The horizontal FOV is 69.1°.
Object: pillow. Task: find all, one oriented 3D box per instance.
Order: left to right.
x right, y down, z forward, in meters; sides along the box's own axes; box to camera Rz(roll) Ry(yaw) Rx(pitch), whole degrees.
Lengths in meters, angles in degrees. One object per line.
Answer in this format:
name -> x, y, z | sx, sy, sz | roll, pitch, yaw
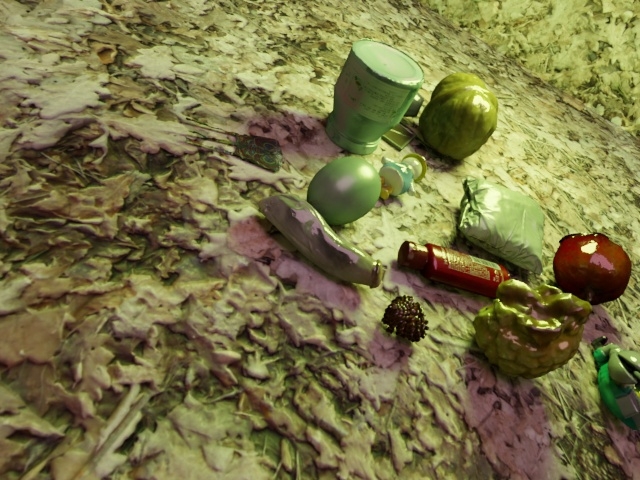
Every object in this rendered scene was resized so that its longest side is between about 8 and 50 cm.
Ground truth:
pillow -> 0.565, -0.054, 1.444 | 0.309, 0.138, 0.284 | 24, 49, -8

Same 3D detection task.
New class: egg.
egg -> 0.061, -0.129, 1.220 | 0.168, 0.168, 0.230 | 44, 52, 14

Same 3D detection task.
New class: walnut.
walnut -> 0.498, -0.443, 1.675 | 0.253, 0.277, 0.282 | 27, 54, 4

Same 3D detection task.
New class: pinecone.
pinecone -> 0.198, 0.184, 1.066 | 0.109, 0.102, 0.102 | 49, 45, 4

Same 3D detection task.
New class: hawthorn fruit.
hawthorn fruit -> 0.819, 0.095, 1.403 | 0.215, 0.215, 0.250 | 33, 42, 3

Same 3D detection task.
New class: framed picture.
framed picture -> 0.237, -0.410, 1.685 | 0.203, 0.015, 0.150 | 37, 43, 7

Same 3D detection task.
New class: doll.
doll -> 0.256, -0.207, 1.450 | 0.135, 0.099, 0.241 | 26, 37, 29
doll -> 0.777, 0.342, 1.188 | 0.194, 0.153, 0.258 | 19, 38, -32

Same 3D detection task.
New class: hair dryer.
hair dryer -> 0.284, -0.613, 1.859 | 0.301, 0.121, 0.361 | 27, 33, 9

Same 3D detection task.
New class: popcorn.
popcorn -> 0.505, 0.201, 1.103 | 0.236, 0.252, 0.206 | 33, 37, -2

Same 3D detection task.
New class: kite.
kite -> -0.241, -0.273, 1.303 | 0.285, 0.015, 0.152 | 15, 43, -20

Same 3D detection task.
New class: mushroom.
mushroom -> -0.001, 0.002, 1.124 | 0.351, 0.097, 0.109 | 38, 65, 3

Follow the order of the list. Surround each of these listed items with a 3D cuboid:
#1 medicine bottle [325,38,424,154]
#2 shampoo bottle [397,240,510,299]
medicine bottle -> 0.156, -0.443, 1.473 | 0.244, 0.290, 0.245 | 14, 45, -14
shampoo bottle -> 0.362, 0.076, 1.261 | 0.314, 0.076, 0.118 | 16, 46, -14
